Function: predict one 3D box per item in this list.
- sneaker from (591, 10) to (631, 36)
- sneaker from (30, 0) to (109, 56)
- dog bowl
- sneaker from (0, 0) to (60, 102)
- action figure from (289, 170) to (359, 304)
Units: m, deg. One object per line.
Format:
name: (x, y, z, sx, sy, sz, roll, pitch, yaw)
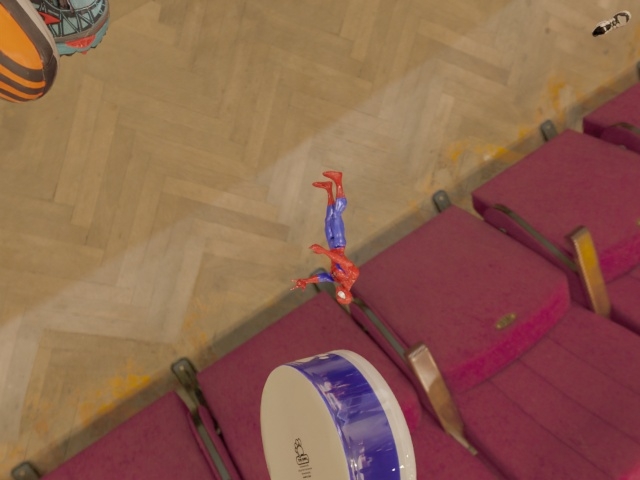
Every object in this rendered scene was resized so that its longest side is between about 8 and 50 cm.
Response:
sneaker: (0.624, -0.461, 1.115, 0.037, 0.083, 0.032, -42, 100, -19)
sneaker: (-0.388, -0.318, 0.702, 0.104, 0.125, 0.262, 39, 46, 4)
dog bowl: (0.013, 0.301, 0.757, 0.104, 0.265, 0.265, -5, 106, -32)
sneaker: (-0.342, -0.154, 0.308, 0.321, 0.124, 0.180, 32, 49, -28)
action figure: (0.000, 0.000, 1.089, 0.139, 0.091, 0.280, -5, 75, -23)
